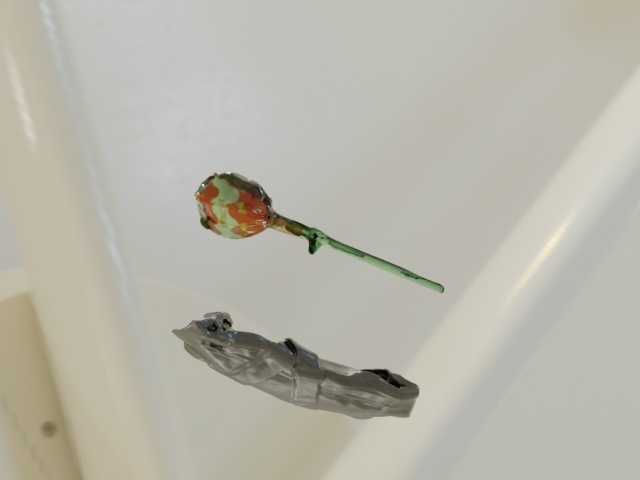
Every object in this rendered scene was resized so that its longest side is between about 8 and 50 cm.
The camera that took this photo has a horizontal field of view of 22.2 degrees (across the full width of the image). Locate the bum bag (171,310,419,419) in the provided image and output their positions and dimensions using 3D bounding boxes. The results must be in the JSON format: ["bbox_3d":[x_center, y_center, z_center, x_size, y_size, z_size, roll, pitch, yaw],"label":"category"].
[{"bbox_3d":[-0.020,0.095,1.253,0.198,0.087,0.049,20,-115,-12],"label":"bum bag"}]

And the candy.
[{"bbox_3d":[0.000,0.000,1.124,0.185,0.049,0.055,23,-152,-3],"label":"candy"}]
